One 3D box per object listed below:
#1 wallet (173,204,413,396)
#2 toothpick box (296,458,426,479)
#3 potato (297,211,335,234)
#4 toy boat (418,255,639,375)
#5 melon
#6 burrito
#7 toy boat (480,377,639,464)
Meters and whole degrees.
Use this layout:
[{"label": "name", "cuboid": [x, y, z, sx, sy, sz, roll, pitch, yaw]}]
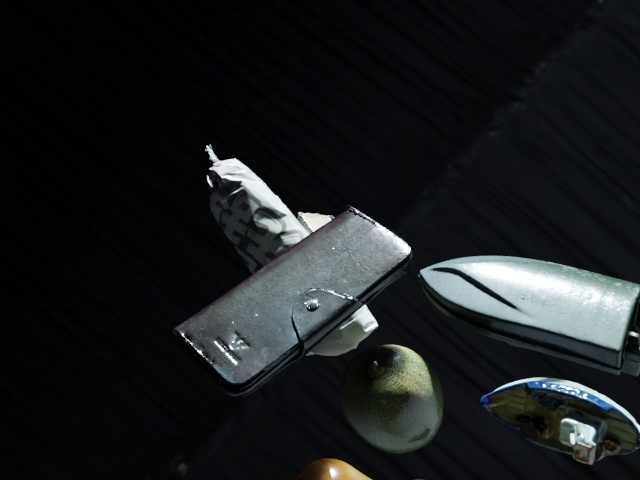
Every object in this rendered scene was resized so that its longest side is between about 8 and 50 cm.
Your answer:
[{"label": "wallet", "cuboid": [-0.033, 0.075, 1.408, 0.318, 0.172, 0.045, -35, -48, -18]}, {"label": "toothpick box", "cuboid": [0.098, 0.497, 1.857, 0.192, 0.294, 0.192, -44, 33, 38]}, {"label": "potato", "cuboid": [0.001, 0.001, 1.897, 0.122, 0.086, 0.061, 53, 132, 51]}, {"label": "toy boat", "cuboid": [0.281, 0.088, 1.401, 0.141, 0.319, 0.092, -54, -29, -42]}, {"label": "melon", "cuboid": [0.097, 0.215, 1.432, 0.139, 0.139, 0.192, -49, -40, -17]}, {"label": "burrito", "cuboid": [-0.075, 0.017, 1.785, 0.101, 0.445, 0.139, -18, -27, -51]}, {"label": "toy boat", "cuboid": [0.383, 0.290, 1.668, 0.115, 0.262, 0.114, -28, -53, -49]}]
